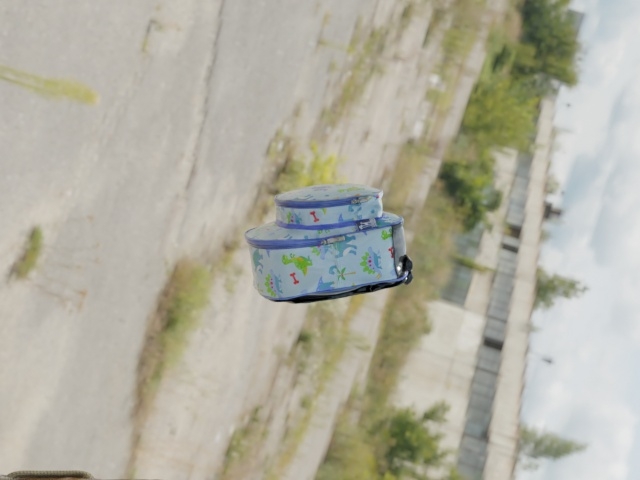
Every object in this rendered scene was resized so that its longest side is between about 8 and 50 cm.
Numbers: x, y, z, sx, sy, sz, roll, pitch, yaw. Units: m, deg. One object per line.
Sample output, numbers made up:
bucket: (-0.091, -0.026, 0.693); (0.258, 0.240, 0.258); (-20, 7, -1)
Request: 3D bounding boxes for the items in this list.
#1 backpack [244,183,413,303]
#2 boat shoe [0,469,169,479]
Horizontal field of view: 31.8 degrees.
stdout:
backpack: (0.000, 0.000, 0.868); (0.105, 0.114, 0.084); (-155, -126, -74)
boat shoe: (-0.160, 0.190, 0.688); (0.120, 0.324, 0.122); (10, -91, 66)
